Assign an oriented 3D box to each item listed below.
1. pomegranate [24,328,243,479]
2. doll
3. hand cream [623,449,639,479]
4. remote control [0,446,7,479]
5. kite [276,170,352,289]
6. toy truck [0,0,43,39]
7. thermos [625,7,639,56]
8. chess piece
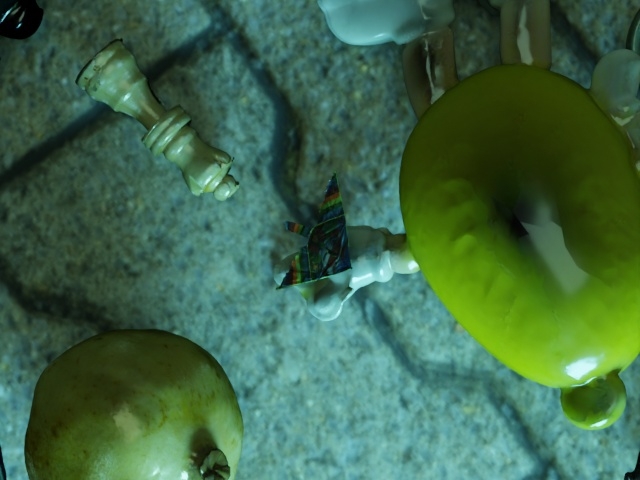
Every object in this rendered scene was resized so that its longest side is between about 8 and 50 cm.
[{"bbox_3d":[-0.149,0.166,1.539,0.196,0.196,0.196,0,83,1],"label":"pomegranate"},{"bbox_3d":[0.138,-0.070,1.583,0.348,0.161,0.423,9,84,24],"label":"doll"},{"bbox_3d":[0.355,0.195,1.597,0.186,0.054,0.087,-8,79,-6],"label":"hand cream"},{"bbox_3d":[-0.338,0.226,1.598,0.140,0.056,0.296,-15,84,-3],"label":"remote control"},{"bbox_3d":[0.000,0.000,1.599,0.090,0.004,0.122,33,107,38],"label":"kite"},{"bbox_3d":[-0.289,-0.260,1.602,0.257,0.127,0.127,-42,61,14],"label":"toy truck"},{"bbox_3d":[0.380,-0.188,1.595,0.176,0.146,0.265,39,91,-2],"label":"thermos"},{"bbox_3d":[-0.138,-0.101,1.635,0.172,0.060,0.060,44,86,3],"label":"chess piece"}]
